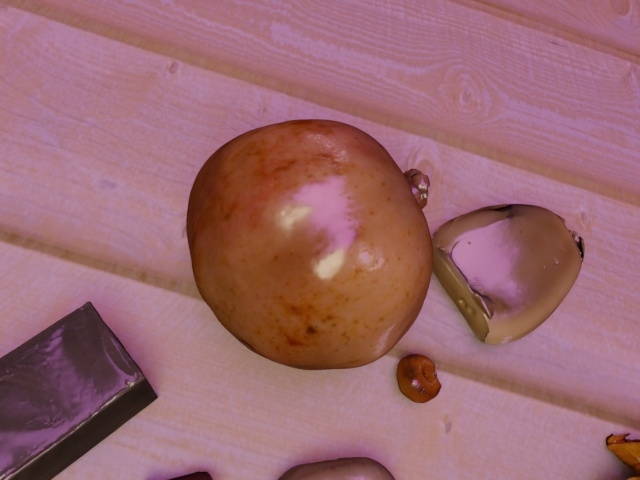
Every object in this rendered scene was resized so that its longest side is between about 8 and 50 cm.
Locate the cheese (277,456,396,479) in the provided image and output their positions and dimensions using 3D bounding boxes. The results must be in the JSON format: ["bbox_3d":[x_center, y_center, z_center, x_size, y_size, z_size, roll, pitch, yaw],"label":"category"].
[{"bbox_3d":[0.024,0.428,0.754,0.235,0.117,0.217,-25,74,-18],"label":"cheese"}]

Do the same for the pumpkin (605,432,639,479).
[{"bbox_3d":[0.581,0.448,0.809,0.257,0.225,0.303,31,68,9],"label":"pumpkin"}]

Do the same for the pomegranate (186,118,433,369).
[{"bbox_3d":[0.000,0.000,0.805,0.412,0.411,0.410,5,64,-9],"label":"pomegranate"}]

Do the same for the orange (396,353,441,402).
[{"bbox_3d":[0.166,0.243,0.901,0.086,0.062,0.086,25,42,-24],"label":"orange"}]

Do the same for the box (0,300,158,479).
[{"bbox_3d":[-0.382,0.232,0.746,0.231,0.155,0.149,-36,74,-23],"label":"box"}]

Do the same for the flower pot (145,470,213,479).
[{"bbox_3d":[-0.197,0.387,0.745,0.089,0.111,0.111,-10,66,-33],"label":"flower pot"}]

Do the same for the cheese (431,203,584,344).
[{"bbox_3d":[0.378,0.037,1.015,0.316,0.128,0.259,-29,81,-16],"label":"cheese"}]
